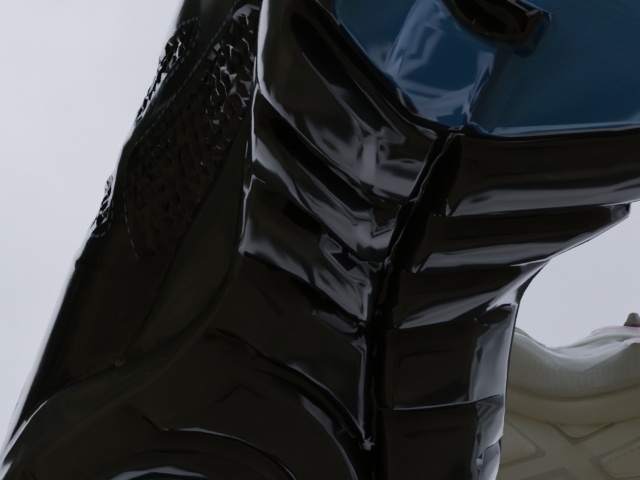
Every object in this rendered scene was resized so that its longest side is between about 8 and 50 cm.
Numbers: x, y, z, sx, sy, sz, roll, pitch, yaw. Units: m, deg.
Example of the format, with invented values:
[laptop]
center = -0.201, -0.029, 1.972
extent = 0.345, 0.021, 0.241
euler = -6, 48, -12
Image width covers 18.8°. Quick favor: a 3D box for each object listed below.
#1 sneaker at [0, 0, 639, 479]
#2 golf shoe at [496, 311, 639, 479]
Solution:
[sneaker]
center = 0.000, 0.000, 0.519
extent = 0.125, 0.139, 0.341
euler = 18, -50, -18
[golf shoe]
center = 0.109, 0.093, 0.765
extent = 0.306, 0.115, 0.140
euler = 5, -89, 6
